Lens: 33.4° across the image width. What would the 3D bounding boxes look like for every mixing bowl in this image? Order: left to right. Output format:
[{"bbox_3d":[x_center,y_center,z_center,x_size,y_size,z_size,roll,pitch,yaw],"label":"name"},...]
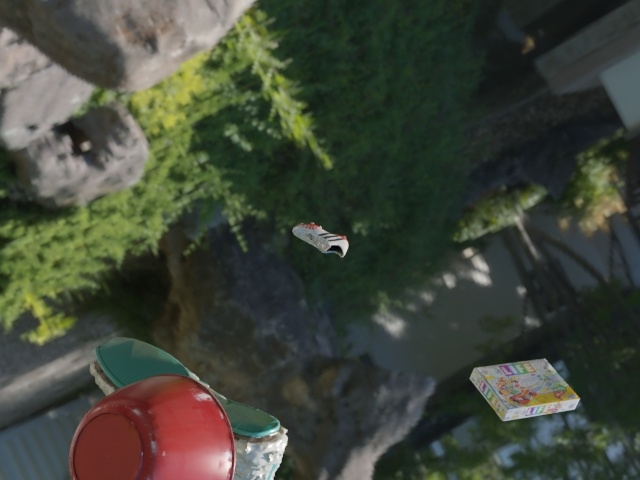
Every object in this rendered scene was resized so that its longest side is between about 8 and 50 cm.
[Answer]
[{"bbox_3d":[-0.189,0.223,1.090,0.181,0.181,0.098,-29,156,20],"label":"mixing bowl"}]

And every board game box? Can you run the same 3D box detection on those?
[{"bbox_3d":[0.339,0.246,1.769,0.154,0.103,0.026,-3,127,-30],"label":"board game box"}]

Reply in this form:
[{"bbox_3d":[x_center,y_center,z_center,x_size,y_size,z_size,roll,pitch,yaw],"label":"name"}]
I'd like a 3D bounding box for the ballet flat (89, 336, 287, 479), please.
[{"bbox_3d":[-0.224,0.284,1.671,0.409,0.147,0.147,23,-149,38],"label":"ballet flat"}]

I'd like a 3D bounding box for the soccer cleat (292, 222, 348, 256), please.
[{"bbox_3d":[0.000,0.000,1.514,0.036,0.083,0.029,-84,-163,-46],"label":"soccer cleat"}]
